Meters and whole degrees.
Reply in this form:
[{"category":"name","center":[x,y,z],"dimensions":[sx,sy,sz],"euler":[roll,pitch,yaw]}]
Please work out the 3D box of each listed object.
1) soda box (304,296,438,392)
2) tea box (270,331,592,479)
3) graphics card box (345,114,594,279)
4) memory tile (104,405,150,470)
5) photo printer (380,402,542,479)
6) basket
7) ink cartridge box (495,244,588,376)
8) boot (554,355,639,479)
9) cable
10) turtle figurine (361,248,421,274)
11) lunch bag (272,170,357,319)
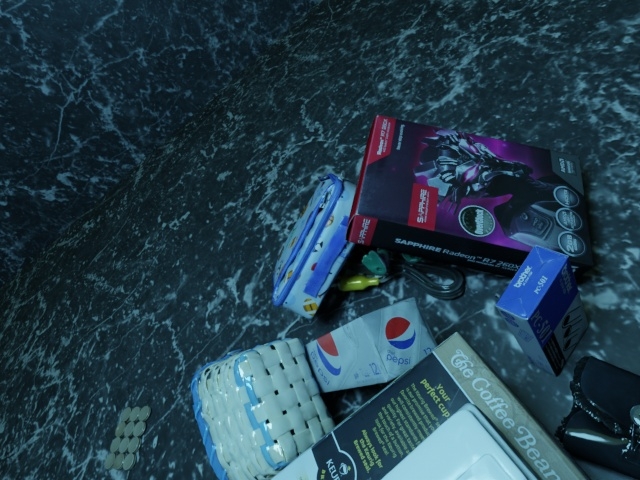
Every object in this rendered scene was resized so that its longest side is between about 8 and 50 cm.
[{"category":"soda box","center":[0.060,0.178,0.685],"dimensions":[0.091,0.098,0.286],"euler":[68,154,13]},{"category":"tea box","center":[0.165,0.354,0.489],"dimensions":[0.323,0.220,0.329],"euler":[-40,42,6]},{"category":"graphics card box","center":[0.246,-0.072,0.728],"dimensions":[0.370,0.094,0.233],"euler":[14,58,3]},{"category":"memory tile","center":[-0.479,0.491,1.066],"dimensions":[0.113,0.012,0.148],"euler":[-17,48,29]},{"category":"photo printer","center":[0.092,0.325,0.324],"dimensions":[0.307,0.107,0.256],"euler":[-44,43,2]},{"category":"basket","center":[-0.122,0.319,0.759],"dimensions":[0.289,0.201,0.255],"euler":[-36,70,34]},{"category":"ink cartridge box","center":[0.310,0.104,0.587],"dimensions":[0.097,0.207,0.046],"euler":[-52,41,-9]},{"category":"boot","center":[0.426,0.182,0.512],"dimensions":[0.207,0.094,0.246],"euler":[20,77,43]},{"category":"cable","center":[0.158,0.064,0.886],"dimensions":[0.287,0.072,0.139],"euler":[8,42,29]},{"category":"turtle figurine","center":[0.160,-0.038,0.856],"dimensions":[0.175,0.118,0.234],"euler":[-46,14,39]},{"category":"lunch bag","center":[0.000,0.000,0.898],"dimensions":[0.303,0.115,0.243],"euler":[-63,10,12]}]
